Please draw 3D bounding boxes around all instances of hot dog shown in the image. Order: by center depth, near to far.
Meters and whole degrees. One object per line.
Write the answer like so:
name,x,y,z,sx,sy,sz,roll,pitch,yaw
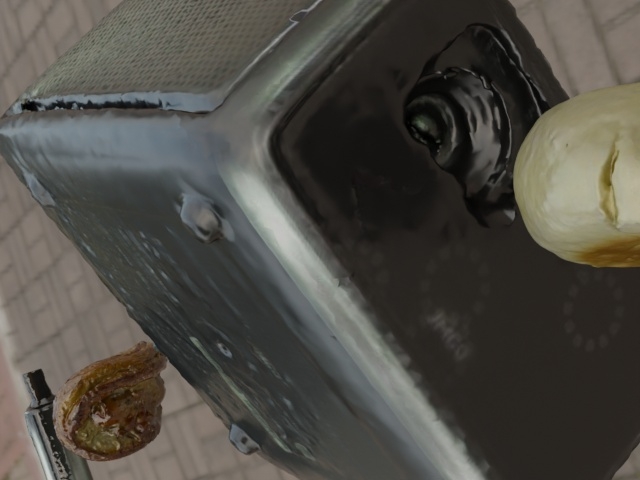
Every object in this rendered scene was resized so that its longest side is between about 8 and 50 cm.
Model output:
hot dog,-0.190,0.149,1.269,0.065,0.147,0.099,11,104,24

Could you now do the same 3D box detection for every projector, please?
projector,0.000,0.000,0.979,0.395,0.242,0.405,52,157,-25

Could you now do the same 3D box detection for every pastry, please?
pastry,0.175,-0.034,0.679,0.156,0.156,0.092,-13,81,58

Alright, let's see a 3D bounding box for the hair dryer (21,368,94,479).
hair dryer,-0.301,0.304,1.363,0.284,0.320,0.156,60,164,5
